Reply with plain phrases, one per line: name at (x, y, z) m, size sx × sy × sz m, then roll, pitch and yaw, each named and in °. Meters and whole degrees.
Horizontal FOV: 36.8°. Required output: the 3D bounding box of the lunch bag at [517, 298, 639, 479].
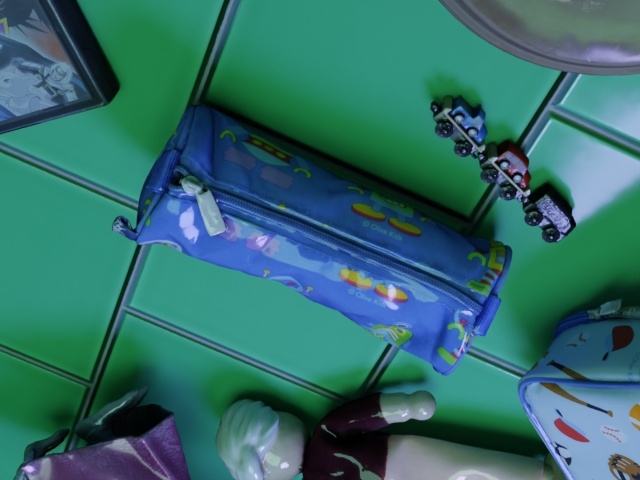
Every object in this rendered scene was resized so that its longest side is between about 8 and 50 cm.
lunch bag at (0.307, 0.183, 0.797) m, size 0.243 × 0.115 × 0.303 m, roll -6°, pitch 122°, yaw 51°

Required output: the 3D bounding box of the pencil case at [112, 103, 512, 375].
pencil case at (0.000, 0.000, 0.761) m, size 0.306 × 0.133 × 0.119 m, roll 24°, pitch 94°, yaw -6°

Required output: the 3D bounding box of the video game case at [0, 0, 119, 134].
video game case at (-0.325, -0.200, 0.745) m, size 0.248 × 0.035 × 0.275 m, roll -11°, pitch 122°, yaw 20°

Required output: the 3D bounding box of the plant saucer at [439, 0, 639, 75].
plant saucer at (0.172, -0.212, 0.539) m, size 0.277 × 0.041 × 0.278 m, roll 7°, pitch 127°, yaw 9°

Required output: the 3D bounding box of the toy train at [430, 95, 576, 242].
toy train at (0.145, -0.057, 0.749) m, size 0.158 × 0.027 × 0.036 m, roll 41°, pitch 120°, yaw -18°

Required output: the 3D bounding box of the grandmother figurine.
grandmother figurine at (0.061, 0.232, 0.945) m, size 0.342 × 0.104 × 0.208 m, roll 13°, pitch 100°, yaw 7°

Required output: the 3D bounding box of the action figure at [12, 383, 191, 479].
action figure at (-0.163, 0.344, 0.943) m, size 0.370 × 0.275 × 0.248 m, roll 63°, pitch 154°, yaw 3°
